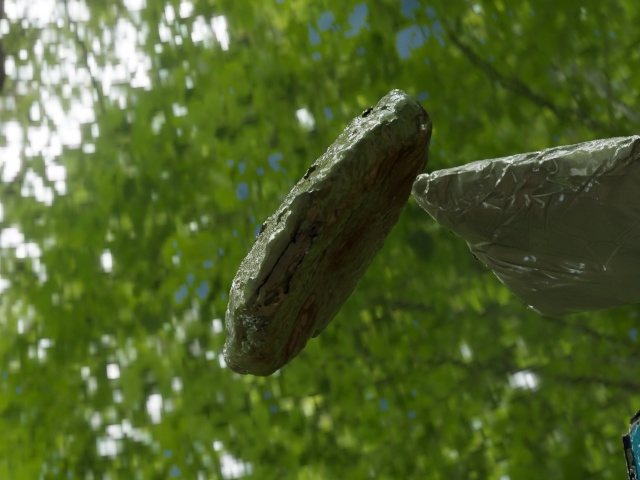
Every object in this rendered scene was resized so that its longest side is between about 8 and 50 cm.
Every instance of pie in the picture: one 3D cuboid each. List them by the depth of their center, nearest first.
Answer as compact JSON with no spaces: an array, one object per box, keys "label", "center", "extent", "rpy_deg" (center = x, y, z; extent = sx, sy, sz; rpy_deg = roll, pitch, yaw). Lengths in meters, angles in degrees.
[{"label":"pie","center":[0.000,0.000,1.507],"extent":[0.071,0.306,0.306],"rpy_deg":[32,-59,15]}]

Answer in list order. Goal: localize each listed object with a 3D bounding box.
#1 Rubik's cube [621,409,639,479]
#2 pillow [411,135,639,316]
[{"label":"Rubik's cube","center":[0.372,0.197,1.322],"extent":[0.167,0.180,0.183],"rpy_deg":[19,-49,-22]},{"label":"pillow","center":[0.268,-0.003,1.647],"extent":[0.274,0.076,0.281],"rpy_deg":[-10,-35,34]}]
